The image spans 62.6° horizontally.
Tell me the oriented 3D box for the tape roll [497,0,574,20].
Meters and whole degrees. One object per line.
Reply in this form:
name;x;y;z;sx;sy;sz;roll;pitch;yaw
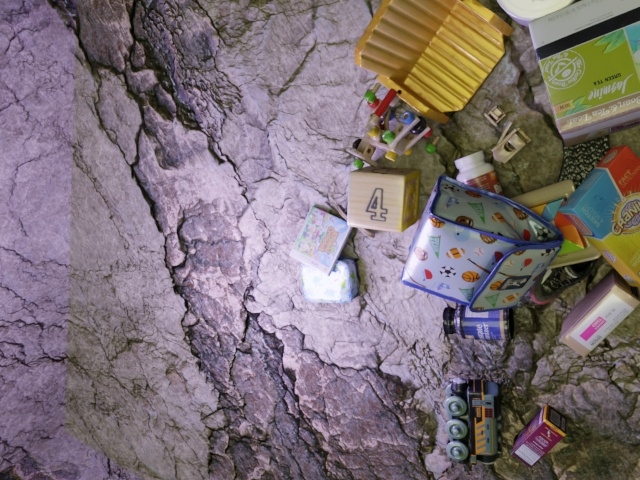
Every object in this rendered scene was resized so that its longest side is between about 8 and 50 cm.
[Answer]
tape roll;0.612;-0.726;1.455;0.246;0.169;0.246;7;106;26

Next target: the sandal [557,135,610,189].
sandal;0.783;-0.215;1.551;0.168;0.107;0.445;4;92;27

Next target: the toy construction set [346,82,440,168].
toy construction set;0.190;-0.329;1.673;0.257;0.309;0.237;37;96;24

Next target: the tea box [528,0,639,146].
tea box;0.764;-0.460;1.377;0.329;0.220;0.323;-17;81;28

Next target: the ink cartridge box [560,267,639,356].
ink cartridge box;0.831;0.211;1.570;0.088;0.193;0.234;39;117;13

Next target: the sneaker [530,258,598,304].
sneaker;0.746;0.102;1.620;0.098;0.135;0.276;41;118;10

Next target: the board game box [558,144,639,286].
board game box;0.847;-0.064;1.447;0.316;0.064;0.242;43;84;-9

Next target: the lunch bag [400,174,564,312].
lunch bag;0.475;0.037;1.581;0.386;0.238;0.327;20;137;5

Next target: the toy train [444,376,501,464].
toy train;0.542;0.645;1.868;0.190;0.142;0.333;-2;102;18

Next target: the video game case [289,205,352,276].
video game case;0.000;0.000;1.980;0.193;0.023;0.212;27;94;30

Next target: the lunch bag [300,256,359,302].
lunch bag;0.035;0.147;2.018;0.219;0.090;0.175;-2;102;28

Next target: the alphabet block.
alphabet block;0.217;-0.145;1.794;0.197;0.192;0.193;8;108;24

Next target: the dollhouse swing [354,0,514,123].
dollhouse swing;0.333;-0.566;1.562;0.315;0.305;0.346;41;116;12

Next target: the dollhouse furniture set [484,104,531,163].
dollhouse furniture set;0.534;-0.319;1.591;0.161;0.182;0.101;49;119;8

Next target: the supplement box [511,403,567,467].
supplement box;0.740;0.663;1.783;0.081;0.104;0.188;37;117;14

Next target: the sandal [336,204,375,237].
sandal;0.135;-0.077;1.925;0.180;0.072;0.049;40;102;11

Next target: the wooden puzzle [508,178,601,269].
wooden puzzle;0.672;-0.036;1.546;0.221;0.044;0.238;-21;91;49

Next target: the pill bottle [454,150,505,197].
pill bottle;0.508;-0.170;1.677;0.121;0.121;0.216;-20;94;30

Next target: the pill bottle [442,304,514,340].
pill bottle;0.532;0.273;1.779;0.219;0.123;0.122;-4;101;28
